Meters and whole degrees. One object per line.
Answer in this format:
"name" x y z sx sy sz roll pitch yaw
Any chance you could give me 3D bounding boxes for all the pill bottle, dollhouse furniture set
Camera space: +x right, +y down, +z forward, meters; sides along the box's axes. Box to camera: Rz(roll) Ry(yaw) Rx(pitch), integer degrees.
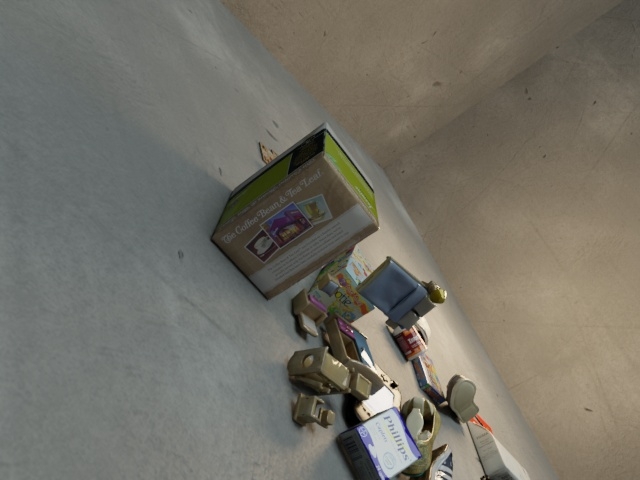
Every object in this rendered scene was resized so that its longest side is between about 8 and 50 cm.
"pill bottle" 0.320 0.356 1.974 0.152 0.086 0.086 59 17 12
"dollhouse furniture set" 0.010 0.350 1.173 0.182 0.101 0.161 45 44 -34
"dollhouse furniture set" 0.142 0.179 1.351 0.286 0.303 0.198 40 14 -27

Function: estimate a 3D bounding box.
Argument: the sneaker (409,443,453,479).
"sneaker" 0.312 0.644 1.374 0.153 0.099 0.282 54 23 11

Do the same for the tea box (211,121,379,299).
"tea box" -0.055 -0.084 1.340 0.220 0.329 0.323 50 19 -19

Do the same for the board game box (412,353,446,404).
"board game box" 0.395 0.495 2.007 0.136 0.035 0.201 46 19 -29

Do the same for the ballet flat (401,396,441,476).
"ballet flat" 0.264 0.497 1.468 0.123 0.123 0.348 55 19 -1

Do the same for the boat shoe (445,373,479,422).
"boat shoe" 0.512 0.570 1.988 0.096 0.117 0.324 51 -6 42

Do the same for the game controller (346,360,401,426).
"game controller" 0.143 0.418 1.397 0.166 0.067 0.319 54 16 -6

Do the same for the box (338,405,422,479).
"box" 0.133 0.455 1.192 0.137 0.072 0.126 -13 68 -42

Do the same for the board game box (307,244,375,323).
"board game box" 0.078 0.137 1.615 0.144 0.142 0.275 53 16 -5

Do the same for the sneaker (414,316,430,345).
"sneaker" 0.352 0.291 2.148 0.292 0.108 0.169 57 13 1

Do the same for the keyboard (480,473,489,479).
"keyboard" 0.596 0.869 1.878 0.180 0.023 0.108 36 25 -50

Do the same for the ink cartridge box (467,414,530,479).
"ink cartridge box" 0.711 0.829 2.160 0.308 0.091 0.385 47 20 -28

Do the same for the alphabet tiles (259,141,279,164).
"alphabet tiles" -0.143 -0.260 1.990 0.237 0.009 0.198 42 22 -40
